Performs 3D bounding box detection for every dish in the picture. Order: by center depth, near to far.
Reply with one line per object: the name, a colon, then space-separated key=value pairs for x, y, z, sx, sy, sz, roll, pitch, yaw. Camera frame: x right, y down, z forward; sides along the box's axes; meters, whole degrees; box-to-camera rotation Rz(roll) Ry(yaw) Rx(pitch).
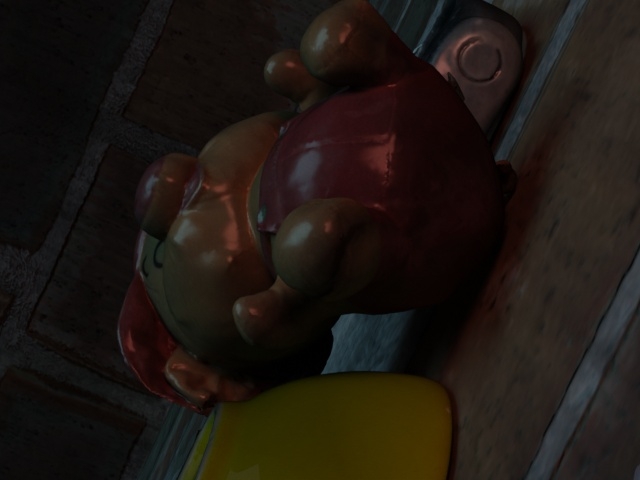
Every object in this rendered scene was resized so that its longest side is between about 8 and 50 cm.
dish: x=-0.037 y=0.171 z=0.766 sx=0.221 sy=0.108 sz=0.262 roll=-76 pitch=12 yaw=-64

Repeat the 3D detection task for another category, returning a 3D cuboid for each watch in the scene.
watch: x=0.066 y=-0.066 z=1.015 sx=0.206 sy=0.068 sz=0.193 roll=-63 pitch=2 yaw=-3

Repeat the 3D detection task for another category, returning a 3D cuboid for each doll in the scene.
doll: x=-0.020 y=-0.006 z=0.842 sx=0.196 sy=0.152 sz=0.256 roll=-47 pitch=8 yaw=-35

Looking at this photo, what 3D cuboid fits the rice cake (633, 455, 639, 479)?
rice cake: x=0.120 y=0.018 z=0.319 sx=0.198 sy=0.037 sz=0.189 roll=121 pitch=171 yaw=-50
